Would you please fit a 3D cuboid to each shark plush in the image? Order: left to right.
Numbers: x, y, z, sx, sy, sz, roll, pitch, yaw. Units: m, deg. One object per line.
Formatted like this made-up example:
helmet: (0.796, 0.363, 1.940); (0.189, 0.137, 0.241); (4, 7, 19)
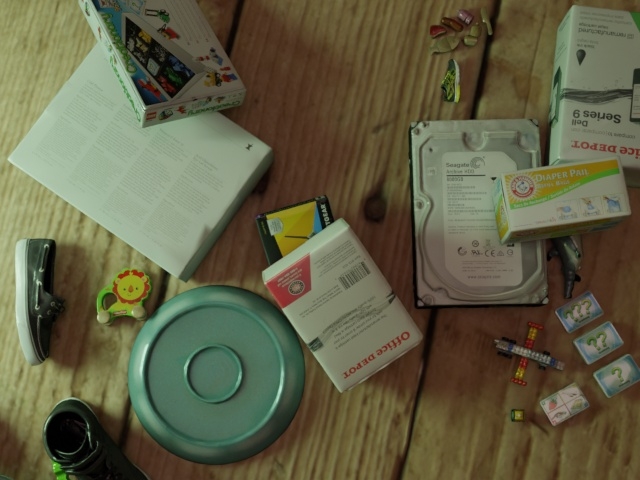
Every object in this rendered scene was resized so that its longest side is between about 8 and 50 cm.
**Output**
shark plush: (0.439, 0.021, 1.628); (0.067, 0.073, 0.161); (-7, 96, 24)

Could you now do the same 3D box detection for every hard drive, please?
hard drive: (0.281, -0.049, 1.621); (0.237, 0.064, 0.339); (0, 80, 0)

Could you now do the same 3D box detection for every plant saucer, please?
plant saucer: (-0.185, 0.234, 1.590); (0.317, 0.044, 0.317); (0, 82, 1)

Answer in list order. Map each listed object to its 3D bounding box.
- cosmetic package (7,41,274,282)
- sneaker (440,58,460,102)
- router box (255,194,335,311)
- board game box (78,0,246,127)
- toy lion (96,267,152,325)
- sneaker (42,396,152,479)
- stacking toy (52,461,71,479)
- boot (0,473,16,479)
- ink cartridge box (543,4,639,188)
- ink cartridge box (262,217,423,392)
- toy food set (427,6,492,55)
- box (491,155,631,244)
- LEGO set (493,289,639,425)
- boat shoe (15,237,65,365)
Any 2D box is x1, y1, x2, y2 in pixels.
cosmetic package: (-0.316, -0.146, 1.621); (0.377, 0.097, 0.284); (35, 84, 5)
sneaker: (0.240, -0.297, 1.674); (0.035, 0.031, 0.083); (-3, 81, 0)
router box: (-0.028, 0.024, 1.592); (0.133, 0.046, 0.179); (-17, 101, -2)
board game box: (-0.284, -0.348, 1.603); (0.193, 0.053, 0.305); (-17, 65, -26)
toy lion: (-0.351, 0.099, 1.619); (0.100, 0.034, 0.096); (-9, 74, -1)
sneaker: (-0.370, 0.393, 1.513); (0.104, 0.147, 0.296); (-37, 84, -7)
stacking toy: (-0.492, 0.499, 1.549); (0.167, 0.052, 0.221); (-19, 80, -4)
boot: (-0.492, 0.483, 1.488); (0.208, 0.076, 0.189); (8, 87, 3)
ink cartridge box: (0.528, -0.255, 1.621); (0.211, 0.121, 0.289); (7, 82, 2)
ink cartridge box: (0.037, 0.110, 1.539); (0.172, 0.100, 0.237); (-34, 102, 0)
toy food set: (0.257, -0.396, 1.698); (0.122, 0.019, 0.078); (-13, 81, 6)
box: (0.402, -0.066, 1.527); (0.203, 0.114, 0.103); (-8, 78, 3)
LEGO set: (0.420, 0.217, 1.583); (0.244, 0.060, 0.182); (-28, 78, -4)
boat shoe: (-0.490, 0.104, 1.598); (0.076, 0.080, 0.228); (-8, 74, 1)
